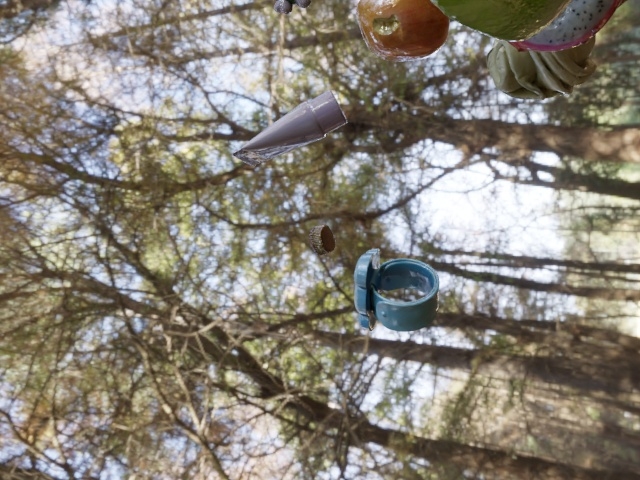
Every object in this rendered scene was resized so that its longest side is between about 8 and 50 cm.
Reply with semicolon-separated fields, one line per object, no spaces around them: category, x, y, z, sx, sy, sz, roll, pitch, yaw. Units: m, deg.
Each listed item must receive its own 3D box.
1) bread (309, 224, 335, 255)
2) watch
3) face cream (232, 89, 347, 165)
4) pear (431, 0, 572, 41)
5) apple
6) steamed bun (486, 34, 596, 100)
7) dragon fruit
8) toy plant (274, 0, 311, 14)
bread;0.000;0.000;1.583;0.085;0.053;0.084;30;-126;-53
watch;0.185;0.117;1.367;0.211;0.194;0.210;6;-90;-73
face cream;-0.074;-0.260;1.399;0.096;0.274;0.154;63;-170;6
pear;0.219;-0.308;0.545;0.288;0.139;0.239;-55;-44;-17
apple;0.224;-0.597;1.579;0.242;0.241;0.241;-10;-90;-78
steamed bun;0.561;-0.473;1.473;0.276;0.289;0.203;38;-109;-21
dragon fruit;0.466;-0.515;1.150;0.189;0.291;0.290;-44;-51;-51
toy plant;-0.023;-0.602;1.204;0.112;0.244;0.232;13;-116;-73
